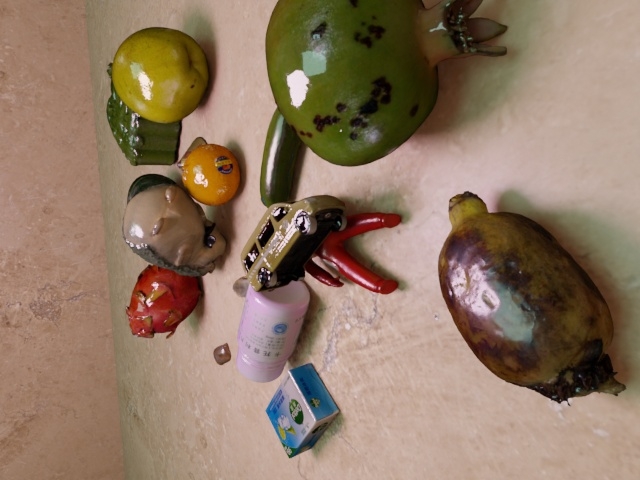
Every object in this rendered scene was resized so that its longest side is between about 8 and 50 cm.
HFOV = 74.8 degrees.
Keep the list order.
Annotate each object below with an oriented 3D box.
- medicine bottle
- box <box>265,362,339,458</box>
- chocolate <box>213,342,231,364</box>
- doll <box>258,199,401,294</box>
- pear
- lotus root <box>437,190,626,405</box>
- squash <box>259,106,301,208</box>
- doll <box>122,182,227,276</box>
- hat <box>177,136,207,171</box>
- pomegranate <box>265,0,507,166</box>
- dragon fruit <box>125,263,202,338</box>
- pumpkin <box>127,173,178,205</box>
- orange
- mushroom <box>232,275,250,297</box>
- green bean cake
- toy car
[{"bbox_3d":[-0.124,0.214,1.028,0.152,0.151,0.255,42,126,40],"label":"medicine bottle"},{"bbox_3d":[-0.051,0.419,1.029,0.139,0.073,0.194,53,133,33],"label":"box"},{"bbox_3d":[-0.340,0.392,1.430,0.100,0.031,0.065,-34,74,48],"label":"chocolate"},{"bbox_3d":[0.000,0.000,0.890,0.383,0.099,0.189,14,106,44],"label":"doll"},{"bbox_3d":[-0.491,-0.505,1.288,0.294,0.294,0.295,11,105,51],"label":"pear"},{"bbox_3d":[0.244,0.068,0.540,0.169,0.141,0.314,-49,57,39],"label":"lotus root"},{"bbox_3d":[-0.084,-0.219,0.964,0.087,0.087,0.332,42,125,40],"label":"squash"},{"bbox_3d":[-0.424,-0.012,1.262,0.247,0.247,0.350,55,170,31],"label":"doll"},{"bbox_3d":[-0.445,-0.255,1.419,0.193,0.082,0.193,13,106,52],"label":"hat"},{"bbox_3d":[0.076,-0.252,0.610,0.323,0.290,0.291,15,107,41],"label":"pomegranate"},{"bbox_3d":[-0.553,0.197,1.509,0.250,0.250,0.315,-53,13,42],"label":"dragon fruit"},{"bbox_3d":[-0.605,-0.099,1.555,0.300,0.207,0.301,176,90,-66],"label":"pumpkin"},{"bbox_3d":[-0.314,-0.189,1.210,0.177,0.155,0.178,25,126,40],"label":"orange"},{"bbox_3d":[-0.174,0.132,1.167,0.202,0.054,0.059,-5,97,47],"label":"mushroom"},{"bbox_3d":[-0.668,-0.465,1.564,0.335,0.217,0.319,43,128,42],"label":"green bean cake"},{"bbox_3d":[-0.061,-0.009,0.819,0.124,0.101,0.257,56,129,24],"label":"toy car"}]
